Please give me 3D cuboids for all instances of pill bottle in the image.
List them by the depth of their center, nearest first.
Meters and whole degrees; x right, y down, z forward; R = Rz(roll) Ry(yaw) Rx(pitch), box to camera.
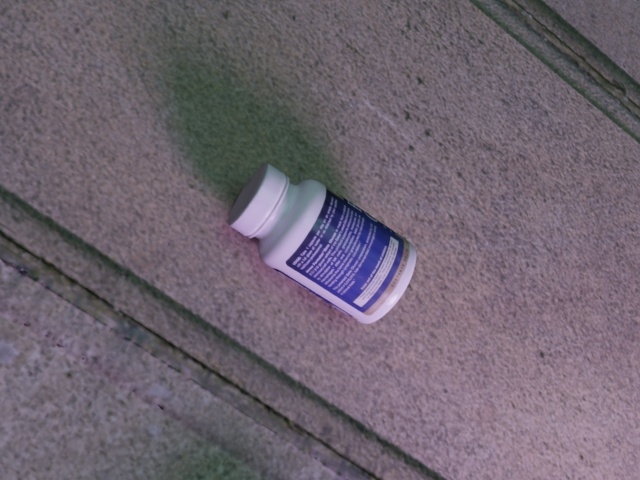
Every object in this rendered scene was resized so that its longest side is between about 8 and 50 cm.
[{"bbox_3d":[0.000,0.000,0.890,0.169,0.094,0.094,33,58,-17],"label":"pill bottle"}]
